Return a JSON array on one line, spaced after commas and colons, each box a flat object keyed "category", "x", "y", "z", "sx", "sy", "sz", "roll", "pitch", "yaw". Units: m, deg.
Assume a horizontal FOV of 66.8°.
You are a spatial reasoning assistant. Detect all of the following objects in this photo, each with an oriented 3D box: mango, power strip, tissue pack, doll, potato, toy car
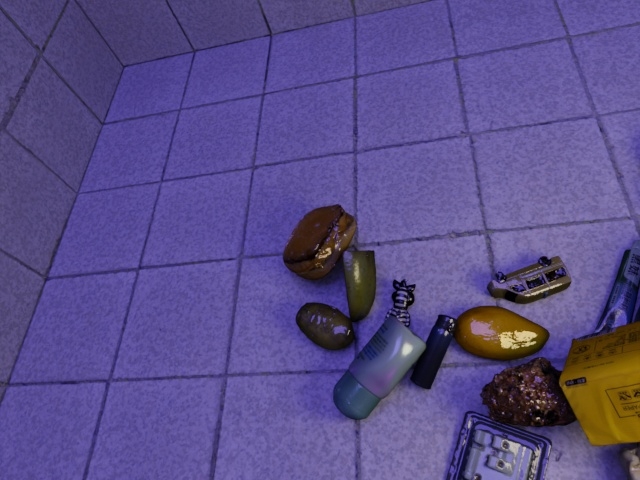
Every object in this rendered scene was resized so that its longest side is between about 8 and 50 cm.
[{"category": "mango", "x": 0.576, "y": 0.301, "z": 1.579, "sx": 0.316, "sy": 0.119, "sz": 0.177, "roll": 7, "pitch": 62, "yaw": 14}, {"category": "power strip", "x": 0.510, "y": 0.650, "z": 1.393, "sx": 0.251, "sy": 0.092, "sz": 0.257, "roll": 15, "pitch": 69, "yaw": 21}, {"category": "tissue pack", "x": 0.854, "y": 0.341, "z": 1.229, "sx": 0.381, "sy": 0.293, "sz": 0.228, "roll": -30, "pitch": 87, "yaw": 38}, {"category": "doll", "x": 0.285, "y": 0.242, "z": 1.733, "sx": 0.090, "sy": 0.067, "sz": 0.220, "roll": 9, "pitch": 68, "yaw": 19}, {"category": "potato", "x": 0.153, "y": 0.168, "z": 1.778, "sx": 0.111, "sy": 0.269, "sz": 0.256, "roll": -5, "pitch": 85, "yaw": 11}, {"category": "toy car", "x": 0.703, "y": 0.147, "z": 1.640, "sx": 0.256, "sy": 0.101, "sz": 0.125, "roll": -21, "pitch": 59, "yaw": 2}, {"category": "potato", "x": 0.020, "y": 0.308, "z": 1.744, "sx": 0.251, "sy": 0.113, "sz": 0.150, "roll": 20, "pitch": 75, "yaw": 25}]

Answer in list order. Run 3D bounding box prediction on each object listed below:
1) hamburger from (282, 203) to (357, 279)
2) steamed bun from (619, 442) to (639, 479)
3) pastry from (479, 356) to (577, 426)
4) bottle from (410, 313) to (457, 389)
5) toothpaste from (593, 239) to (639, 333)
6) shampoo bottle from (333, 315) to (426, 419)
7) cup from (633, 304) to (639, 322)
[{"category": "hamburger", "x": -0.001, "y": 0.005, "z": 1.853, "sx": 0.305, "sy": 0.174, "sz": 0.284, "roll": -59, "pitch": 21, "yaw": -17}, {"category": "steamed bun", "x": 0.927, "y": 0.595, "z": 1.236, "sx": 0.275, "sy": 0.203, "sz": 0.289, "roll": -20, "pitch": 35, "yaw": 15}, {"category": "pastry", "x": 0.603, "y": 0.436, "z": 1.399, "sx": 0.274, "sy": 0.275, "sz": 0.193, "roll": -4, "pitch": 72, "yaw": 15}, {"category": "bottle", "x": 0.372, "y": 0.358, "z": 1.574, "sx": 0.245, "sy": 0.072, "sz": 0.082, "roll": -67, "pitch": 20, "yaw": 0}, {"category": "toothpaste", "x": 0.983, "y": 0.161, "z": 1.568, "sx": 0.098, "sy": 0.061, "sz": 0.392, "roll": 20, "pitch": 68, "yaw": 24}, {"category": "shampoo bottle", "x": 0.179, "y": 0.422, "z": 1.571, "sx": 0.151, "sy": 0.222, "sz": 0.350, "roll": 40, "pitch": 89, "yaw": -6}, {"category": "cup", "x": 1.124, "y": 0.239, "z": 1.375, "sx": 0.392, "sy": 0.401, "sz": 0.310, "roll": 28, "pitch": 34, "yaw": 25}]
